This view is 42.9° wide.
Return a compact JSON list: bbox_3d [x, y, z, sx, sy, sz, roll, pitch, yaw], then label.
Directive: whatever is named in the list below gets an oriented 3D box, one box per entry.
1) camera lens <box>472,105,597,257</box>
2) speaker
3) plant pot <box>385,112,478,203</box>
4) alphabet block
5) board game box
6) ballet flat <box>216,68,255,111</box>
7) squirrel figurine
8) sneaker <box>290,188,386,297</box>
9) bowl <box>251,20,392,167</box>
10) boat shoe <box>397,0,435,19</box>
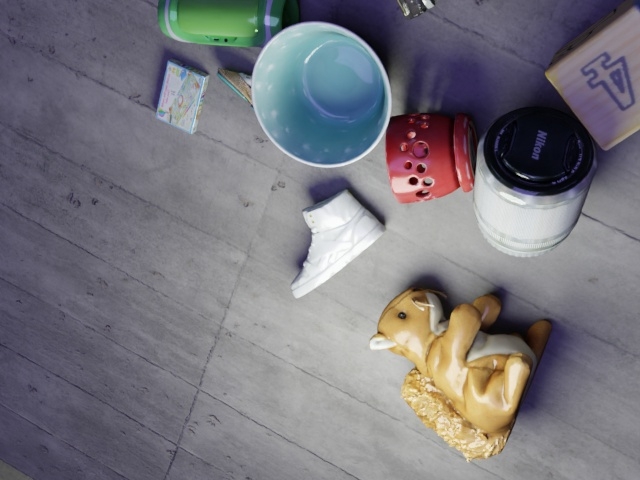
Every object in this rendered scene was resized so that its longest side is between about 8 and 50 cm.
[{"bbox_3d":[0.416,-0.113,1.609,0.220,0.219,0.274,15,156,15],"label":"camera lens"},{"bbox_3d":[-0.203,-0.494,1.794,0.297,0.131,0.131,8,117,18],"label":"speaker"},{"bbox_3d":[0.240,-0.178,1.727,0.174,0.191,0.191,-4,112,21],"label":"plant pot"},{"bbox_3d":[0.566,-0.319,1.528,0.197,0.192,0.193,-36,95,32],"label":"alphabet block"},{"bbox_3d":[-0.335,-0.349,1.974,0.103,0.026,0.154,26,121,9],"label":"board game box"},{"bbox_3d":[-0.149,-0.338,1.891,0.067,0.073,0.206,-44,96,5],"label":"ballet flat"},{"bbox_3d":[0.292,0.302,1.895,0.371,0.281,0.396,21,118,19],"label":"squirrel figurine"},{"bbox_3d":[0.000,0.000,1.966,0.292,0.108,0.169,-41,93,22],"label":"sneaker"},{"bbox_3d":[0.023,-0.330,1.758,0.312,0.163,0.311,9,117,18],"label":"bowl"},{"bbox_3d":[0.146,-0.556,1.648,0.069,0.081,0.227,-28,104,26],"label":"boat shoe"}]
